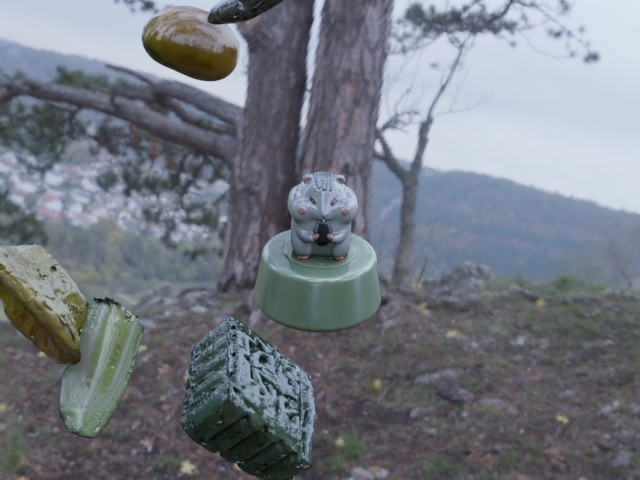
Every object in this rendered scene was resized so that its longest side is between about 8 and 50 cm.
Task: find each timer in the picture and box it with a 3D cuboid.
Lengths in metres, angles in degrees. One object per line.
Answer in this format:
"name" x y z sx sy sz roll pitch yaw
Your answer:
"timer" 0.000 0.000 1.841 0.290 0.315 0.291 2 29 -1

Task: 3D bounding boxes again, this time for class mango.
"mango" -0.309 -0.478 1.998 0.254 0.139 0.176 14 52 -40

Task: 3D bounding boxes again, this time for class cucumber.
"cucumber" -0.520 0.305 1.938 0.105 0.326 0.145 -4 -32 24

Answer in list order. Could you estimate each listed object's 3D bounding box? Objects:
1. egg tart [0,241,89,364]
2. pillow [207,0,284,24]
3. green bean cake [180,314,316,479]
"egg tart" -0.607 0.118 1.802 0.341 0.132 0.341 37 -30 25
"pillow" -0.074 -0.393 1.300 0.051 0.241 0.093 59 13 -30
"green bean cake" -0.117 0.291 1.507 0.255 0.132 0.241 41 21 -23
